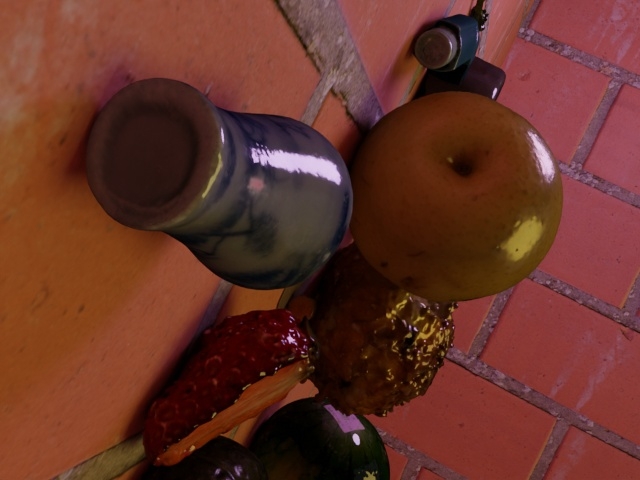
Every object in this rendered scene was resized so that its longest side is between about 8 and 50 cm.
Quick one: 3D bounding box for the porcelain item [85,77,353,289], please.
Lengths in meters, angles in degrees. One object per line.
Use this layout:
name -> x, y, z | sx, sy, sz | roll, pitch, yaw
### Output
porcelain item -> -0.058, -0.037, 0.498 | 0.141, 0.141, 0.259 | -63, 160, 1

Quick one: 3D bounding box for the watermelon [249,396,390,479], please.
watermelon -> -0.008, 0.545, 1.569 | 0.363, 0.363, 0.363 | -59, 169, -19

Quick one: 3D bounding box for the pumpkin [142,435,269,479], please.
pumpkin -> -0.153, 0.386, 0.894 | 0.260, 0.189, 0.260 | -60, 171, -17

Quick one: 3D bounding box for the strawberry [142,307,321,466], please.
strawberry -> -0.116, 0.155, 0.787 | 0.236, 0.111, 0.190 | -26, 160, -33

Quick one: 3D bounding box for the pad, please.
pad -> 0.000, 0.000, 1.173 | 0.266, 0.002, 0.176 | -64, 169, 6

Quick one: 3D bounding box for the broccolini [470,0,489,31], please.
broccolini -> 0.359, -0.521, 1.466 | 0.254, 0.057, 0.071 | 94, -17, -71

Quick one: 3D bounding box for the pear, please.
pear -> 0.208, -0.066, 1.082 | 0.348, 0.348, 0.348 | -59, 169, -19

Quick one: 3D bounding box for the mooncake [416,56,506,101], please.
mooncake -> 0.274, -0.248, 1.460 | 0.306, 0.154, 0.306 | -58, 168, -19

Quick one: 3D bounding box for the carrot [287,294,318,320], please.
carrot -> -0.027, 0.121, 1.222 | 0.048, 0.048, 0.139 | -62, 172, -1

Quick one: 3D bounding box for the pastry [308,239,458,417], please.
pastry -> 0.112, 0.177, 1.361 | 0.337, 0.292, 0.405 | -54, -169, 25

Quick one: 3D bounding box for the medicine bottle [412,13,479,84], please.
medicine bottle -> 0.223, -0.337, 1.201 | 0.258, 0.079, 0.124 | -41, 156, -62
